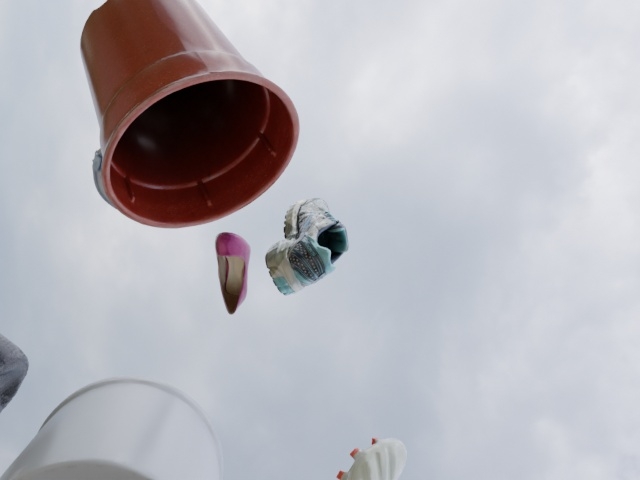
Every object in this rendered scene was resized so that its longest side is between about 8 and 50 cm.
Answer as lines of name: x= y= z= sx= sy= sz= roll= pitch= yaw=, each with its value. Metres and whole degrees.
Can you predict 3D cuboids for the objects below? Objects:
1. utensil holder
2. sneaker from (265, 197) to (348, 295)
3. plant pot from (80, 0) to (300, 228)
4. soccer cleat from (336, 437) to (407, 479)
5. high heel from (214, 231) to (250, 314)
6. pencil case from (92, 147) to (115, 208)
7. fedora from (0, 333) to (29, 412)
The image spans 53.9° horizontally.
utensil holder: x=-0.304 y=0.397 z=0.912 sx=0.385 sy=0.327 sz=0.328 roll=180 pitch=-89 yaw=-81
sneaker: x=0.000 y=0.000 z=1.143 sx=0.122 sy=0.283 sz=0.110 roll=-18 pitch=-65 yaw=19
plant pot: x=-0.208 y=-0.205 z=0.894 sx=0.272 sy=0.272 sz=0.265 roll=-51 pitch=-125 yaw=31
soccer cleat: x=0.033 y=0.246 z=0.557 sx=0.076 sy=0.196 sz=0.068 roll=20 pitch=-62 yaw=31
high heel: x=-0.208 y=0.076 z=1.449 sx=0.244 sy=0.082 sz=0.117 roll=102 pitch=-5 yaw=-62
pencil case: x=-0.284 y=-0.137 z=1.169 sx=0.124 sy=0.273 sz=0.114 roll=29 pitch=-60 yaw=26
fedora: x=-0.625 y=0.249 z=1.114 sx=0.152 sy=0.334 sz=0.334 roll=27 pitch=-65 yaw=-6
